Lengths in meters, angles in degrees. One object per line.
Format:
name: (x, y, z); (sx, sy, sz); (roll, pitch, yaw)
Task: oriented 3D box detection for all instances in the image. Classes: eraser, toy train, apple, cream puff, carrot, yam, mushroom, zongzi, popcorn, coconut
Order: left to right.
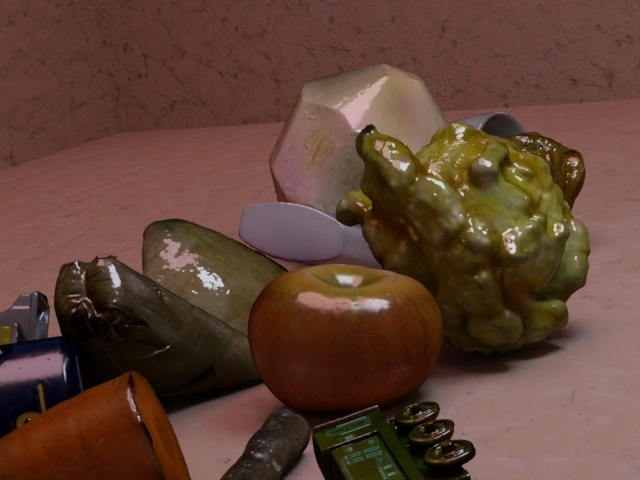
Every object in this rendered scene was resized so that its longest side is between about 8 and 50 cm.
carrot: (-0.265, 0.244, 1.457); (0.225, 0.159, 0.159); (-19, 13, -2)
zongzi: (-0.177, 0.112, 1.747); (0.300, 0.145, 0.274); (0, -26, -2)
mushroom: (-0.149, 0.057, 2.066); (0.218, 0.211, 0.292); (-12, 5, 1)
yam: (-0.068, 0.249, 1.454); (0.061, 0.061, 0.253); (-5, 14, 16)
eraser: (0.000, 0.000, 2.204); (0.174, 0.094, 0.270); (10, -1, 22)
apple: (0.030, 0.124, 1.687); (0.235, 0.173, 0.210); (6, 13, 22)
coconut: (0.088, -0.152, 2.447); (0.353, 0.352, 0.352); (-9, 13, 2)
toy train: (0.079, 0.233, 1.363); (0.137, 0.090, 0.225); (-18, 14, -7)
popcorn: (0.199, -0.014, 1.808); (0.279, 0.335, 0.274); (-18, -6, -27)
cream puff: (0.327, -0.085, 2.310); (0.244, 0.196, 0.244); (12, 0, 0)

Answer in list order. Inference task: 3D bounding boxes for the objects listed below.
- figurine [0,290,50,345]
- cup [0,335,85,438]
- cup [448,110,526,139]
figurine: (-0.537, 0.156, 1.913); (0.285, 0.167, 0.342); (-2, 0, 5)
cup: (-0.403, 0.179, 1.569); (0.256, 0.255, 0.178); (-10, 46, -8)
cup: (0.294, -0.133, 2.680); (0.258, 0.186, 0.234); (19, -18, -41)
